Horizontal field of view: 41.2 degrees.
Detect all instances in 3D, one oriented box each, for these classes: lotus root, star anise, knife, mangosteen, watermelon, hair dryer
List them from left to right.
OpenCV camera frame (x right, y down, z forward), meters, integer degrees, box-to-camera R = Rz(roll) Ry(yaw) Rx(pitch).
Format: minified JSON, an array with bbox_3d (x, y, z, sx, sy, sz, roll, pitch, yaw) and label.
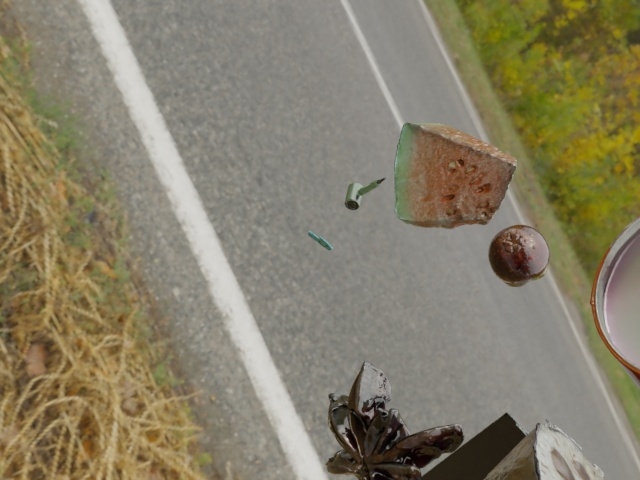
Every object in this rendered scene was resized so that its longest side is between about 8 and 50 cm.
[{"bbox_3d":[0.000,0.000,1.462,0.091,0.005,0.014,37,-54,57],"label":"knife"},{"bbox_3d":[0.131,-0.142,2.365,0.047,0.150,0.071,38,46,-28],"label":"hair dryer"},{"bbox_3d":[0.087,0.303,1.163,0.129,0.213,0.282,-6,28,-33],"label":"star anise"},{"bbox_3d":[0.266,-0.113,1.579,0.139,0.256,0.193,-5,104,-42],"label":"watermelon"},{"bbox_3d":[0.497,0.050,2.080,0.181,0.156,0.146,52,-3,-30],"label":"mangosteen"},{"bbox_3d":[0.273,0.379,1.025,0.272,0.192,0.272,38,22,-18],"label":"lotus root"}]

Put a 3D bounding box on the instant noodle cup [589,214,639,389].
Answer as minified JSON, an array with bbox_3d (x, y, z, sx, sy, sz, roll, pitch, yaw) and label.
[{"bbox_3d":[0.388,0.080,0.803,0.192,0.250,0.250,35,34,-35],"label":"instant noodle cup"}]

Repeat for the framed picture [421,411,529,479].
[{"bbox_3d":[0.288,0.428,1.314,0.255,0.339,0.014,46,48,11],"label":"framed picture"}]
